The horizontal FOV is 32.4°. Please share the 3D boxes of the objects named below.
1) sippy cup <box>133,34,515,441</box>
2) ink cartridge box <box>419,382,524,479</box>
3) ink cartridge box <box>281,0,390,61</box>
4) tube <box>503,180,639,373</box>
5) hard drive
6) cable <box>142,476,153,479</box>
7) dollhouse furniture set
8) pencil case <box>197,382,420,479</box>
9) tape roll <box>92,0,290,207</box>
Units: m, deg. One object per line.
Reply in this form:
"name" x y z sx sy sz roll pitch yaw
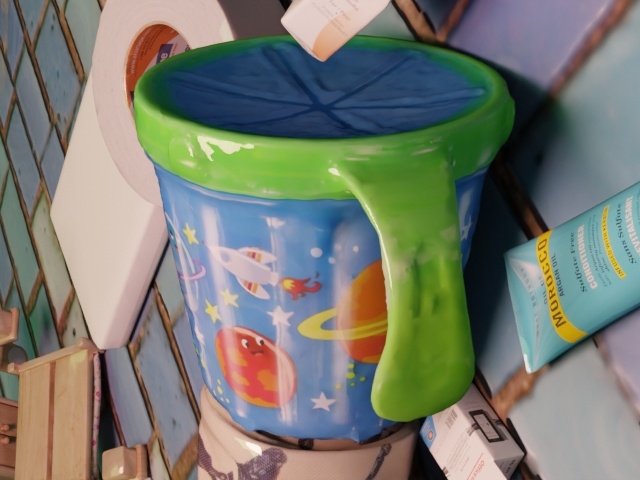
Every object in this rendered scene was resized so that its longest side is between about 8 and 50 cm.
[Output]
"sippy cup" 0.000 0.000 0.729 0.305 0.240 0.224 -57 -29 -60
"ink cartridge box" 0.104 0.142 0.737 0.083 0.028 0.048 57 138 41
"ink cartridge box" 0.063 -0.208 0.695 0.179 0.045 0.145 -30 25 40
"tube" 0.164 0.009 0.612 0.207 0.052 0.080 136 135 -59
"hard drive" -0.229 -0.073 1.262 0.233 0.047 0.353 63 142 33
"cable" -0.133 0.394 1.111 0.257 0.089 0.257 56 139 39
"dollhouse furniture set" -0.328 0.216 1.471 0.355 0.174 0.303 -19 61 29
"pencil case" -0.021 0.290 0.833 0.183 0.160 0.410 -83 -2 -78
"tape roll" -0.115 -0.139 0.986 0.219 0.072 0.219 13 109 43
